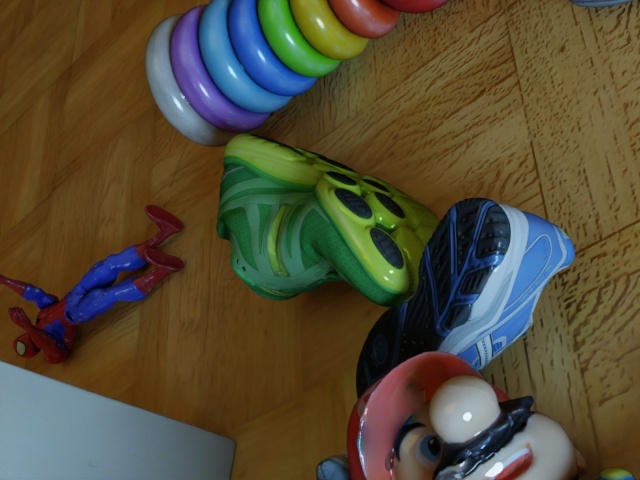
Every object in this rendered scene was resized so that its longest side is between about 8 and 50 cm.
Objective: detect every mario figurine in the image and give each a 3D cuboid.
[{"bbox_3d":[0.117,0.137,0.474,0.320,0.198,0.170,28,107,50],"label":"mario figurine"}]

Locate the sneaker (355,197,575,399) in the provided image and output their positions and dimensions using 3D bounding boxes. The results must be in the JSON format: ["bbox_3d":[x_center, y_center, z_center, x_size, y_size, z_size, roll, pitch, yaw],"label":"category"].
[{"bbox_3d":[0.091,0.064,0.653,0.211,0.081,0.080,-58,39,37],"label":"sneaker"}]

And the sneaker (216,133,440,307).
[{"bbox_3d":[0.000,0.000,0.798,0.295,0.109,0.124,33,109,58],"label":"sneaker"}]

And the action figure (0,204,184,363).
[{"bbox_3d":[-0.286,0.051,1.083,0.280,0.139,0.092,-38,41,34],"label":"action figure"}]

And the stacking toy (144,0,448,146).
[{"bbox_3d":[-0.007,-0.202,0.917,0.330,0.141,0.141,-19,53,35],"label":"stacking toy"}]

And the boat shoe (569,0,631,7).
[{"bbox_3d":[0.233,-0.328,0.687,0.123,0.116,0.325,13,78,54],"label":"boat shoe"}]

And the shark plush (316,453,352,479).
[{"bbox_3d":[0.034,0.210,0.605,0.073,0.067,0.161,-13,80,14],"label":"shark plush"}]

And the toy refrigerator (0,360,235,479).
[{"bbox_3d":[-0.207,0.165,0.787,0.102,0.269,0.094,-18,55,45],"label":"toy refrigerator"}]
